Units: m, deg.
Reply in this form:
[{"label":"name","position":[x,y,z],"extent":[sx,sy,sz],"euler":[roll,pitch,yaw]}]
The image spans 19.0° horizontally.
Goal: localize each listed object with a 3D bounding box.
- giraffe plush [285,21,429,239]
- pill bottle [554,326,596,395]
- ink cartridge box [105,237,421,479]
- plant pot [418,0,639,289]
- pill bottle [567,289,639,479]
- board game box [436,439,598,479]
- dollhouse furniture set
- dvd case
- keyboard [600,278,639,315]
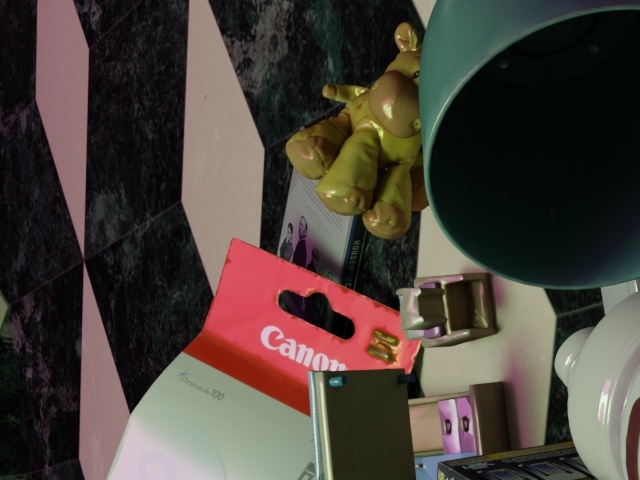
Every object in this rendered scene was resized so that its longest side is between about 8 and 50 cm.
[{"label":"giraffe plush","position":[0.088,-0.133,2.096],"extent":[0.170,0.181,0.210],"euler":[-46,17,45]},{"label":"pill bottle","position":[0.279,0.145,1.784],"extent":[0.137,0.078,0.078],"euler":[-126,40,-48]},{"label":"ink cartridge box","position":[-0.076,0.222,2.272],"extent":[0.308,0.091,0.385],"euler":[24,98,32]},{"label":"plant pot","position":[0.216,-0.143,1.653],"extent":[0.235,0.293,0.293],"euler":[-101,22,-50]},{"label":"pill bottle","position":[0.367,0.165,1.428],"extent":[0.392,0.224,0.224],"euler":[-153,62,-62]},{"label":"board game box","position":[0.217,0.240,1.823],"extent":[0.141,0.170,0.048],"euler":[-159,65,-64]},{"label":"dollhouse furniture set","position":[0.027,0.187,2.006],"extent":[0.198,0.303,0.286],"euler":[-12,82,41]},{"label":"dvd case","position":[0.000,0.000,2.415],"extent":[0.179,0.029,0.239],"euler":[-127,41,-50]},{"label":"keyboard","position":[0.276,-0.043,1.843],"extent":[0.072,0.014,0.256],"euler":[149,115,-68]}]
